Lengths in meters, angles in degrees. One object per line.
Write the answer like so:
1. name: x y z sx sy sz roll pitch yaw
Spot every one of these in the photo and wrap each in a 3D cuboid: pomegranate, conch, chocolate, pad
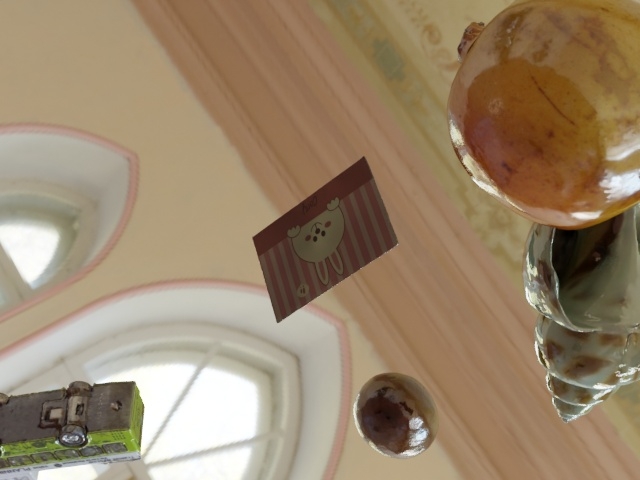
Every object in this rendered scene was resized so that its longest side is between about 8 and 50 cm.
1. pomegranate: 0.259 -0.149 0.939 0.264 0.264 0.264 32 -43 35
2. conch: 0.376 0.080 1.225 0.197 0.249 0.368 -3 -95 63
3. chocolate: 0.138 0.324 1.639 0.176 0.176 0.177 32 -43 35
4. pad: 0.000 0.000 1.667 0.299 0.005 0.202 -34 -122 26

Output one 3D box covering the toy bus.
1. toy bus: -0.425 0.305 1.398 0.139 0.301 0.113 76 8 -47
